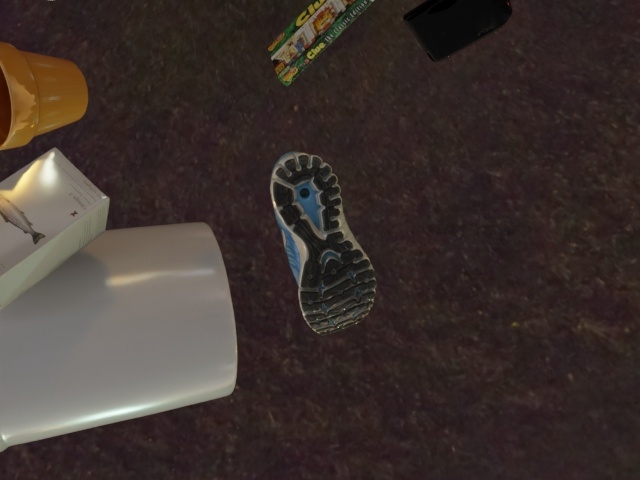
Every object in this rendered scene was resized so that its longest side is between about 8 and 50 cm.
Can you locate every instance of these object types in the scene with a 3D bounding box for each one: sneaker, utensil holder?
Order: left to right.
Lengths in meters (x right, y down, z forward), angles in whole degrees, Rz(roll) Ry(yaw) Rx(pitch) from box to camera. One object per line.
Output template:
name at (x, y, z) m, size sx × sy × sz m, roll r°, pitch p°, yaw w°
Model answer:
utensil holder at (-0.358, 0.142, 1.113) m, size 0.386 × 0.327 × 0.327 m, roll -7°, pitch 124°, yaw -19°
sneaker at (0.000, 0.000, 0.553) m, size 0.064 × 0.073 × 0.162 m, roll -16°, pitch 112°, yaw -7°

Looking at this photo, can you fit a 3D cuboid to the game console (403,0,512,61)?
game console at (0.234, -0.569, 1.468) m, size 0.213 × 0.044 × 0.361 m, roll -23°, pitch 117°, yaw 39°

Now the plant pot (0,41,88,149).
plant pot at (-0.581, -0.293, 1.373) m, size 0.188 × 0.205 × 0.205 m, roll -21°, pitch 137°, yaw -49°

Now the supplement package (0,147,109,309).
supplement package at (-0.380, -0.016, 0.895) m, size 0.105 × 0.179 × 0.105 m, roll 43°, pitch 148°, yaw 3°

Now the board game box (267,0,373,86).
board game box at (0.010, -0.408, 1.256) m, size 0.260 × 0.136 × 0.030 m, roll -41°, pitch 126°, yaw 19°
